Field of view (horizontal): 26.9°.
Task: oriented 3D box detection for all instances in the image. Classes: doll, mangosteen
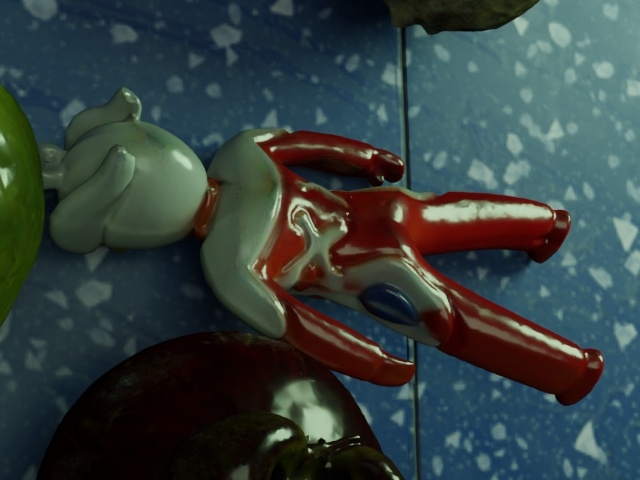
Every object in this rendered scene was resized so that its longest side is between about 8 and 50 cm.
[{"bbox_3d":[0.000,0.000,0.853,0.383,0.099,0.188,18,44,-19],"label":"doll"},{"bbox_3d":[-0.042,0.162,0.729,0.215,0.257,0.215,-2,95,-29],"label":"mangosteen"}]

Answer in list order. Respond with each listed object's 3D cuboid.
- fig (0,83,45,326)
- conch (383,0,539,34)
[{"bbox_3d":[-0.247,0.035,0.726,0.206,0.206,0.275,-16,117,-24],"label":"fig"},{"bbox_3d":[0.117,-0.235,0.908,0.291,0.159,0.210,-5,43,7],"label":"conch"}]
